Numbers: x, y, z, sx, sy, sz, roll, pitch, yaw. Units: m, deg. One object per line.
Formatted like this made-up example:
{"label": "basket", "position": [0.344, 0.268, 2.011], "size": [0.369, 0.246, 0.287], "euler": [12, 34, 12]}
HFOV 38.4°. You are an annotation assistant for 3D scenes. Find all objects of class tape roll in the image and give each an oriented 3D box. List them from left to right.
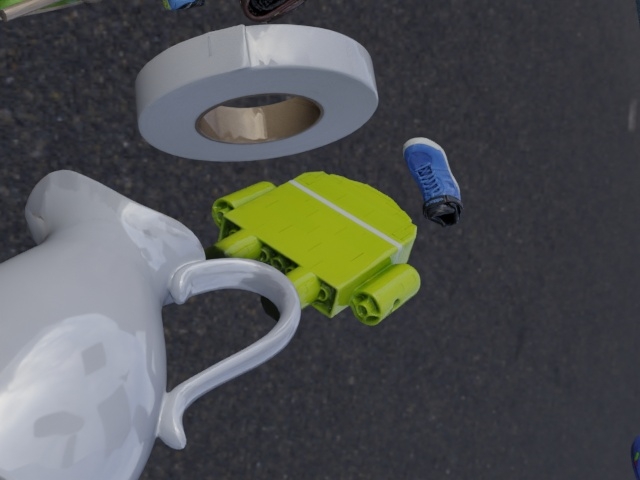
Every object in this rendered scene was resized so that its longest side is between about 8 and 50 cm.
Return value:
{"label": "tape roll", "position": [-0.101, -0.224, 1.470], "size": [0.392, 0.391, 0.072], "euler": [18, 61, -61]}

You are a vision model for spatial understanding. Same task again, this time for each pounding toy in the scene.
{"label": "pounding toy", "position": [-0.419, -0.369, 1.271], "size": [0.183, 0.236, 0.110], "euler": [-25, 114, -36]}

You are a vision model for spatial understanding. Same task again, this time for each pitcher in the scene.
{"label": "pitcher", "position": [-0.109, 0.063, 0.470], "size": [0.207, 0.177, 0.126], "euler": [-74, 174, -53]}

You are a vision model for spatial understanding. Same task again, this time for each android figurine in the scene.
{"label": "android figurine", "position": [0.000, 0.000, 1.054], "size": [0.273, 0.248, 0.056], "euler": [-32, 145, -49]}

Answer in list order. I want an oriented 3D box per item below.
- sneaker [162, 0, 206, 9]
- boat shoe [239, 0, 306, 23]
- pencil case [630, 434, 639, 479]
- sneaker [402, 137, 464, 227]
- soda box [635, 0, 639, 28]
{"label": "sneaker", "position": [-0.225, -0.418, 1.512], "size": [0.188, 0.078, 0.067], "euler": [-117, -148, -57]}
{"label": "boat shoe", "position": [-0.001, -0.305, 0.967], "size": [0.073, 0.207, 0.073], "euler": [44, 16, -14]}
{"label": "pencil case", "position": [0.470, 0.221, 0.937], "size": [0.119, 0.306, 0.133], "euler": [43, 38, -21]}
{"label": "sneaker", "position": [0.170, -0.081, 1.371], "size": [0.152, 0.058, 0.085], "euler": [53, 28, -43]}
{"label": "soda box", "position": [0.340, -0.291, 0.867], "size": [0.210, 0.067, 0.071], "euler": [70, 21, -53]}
